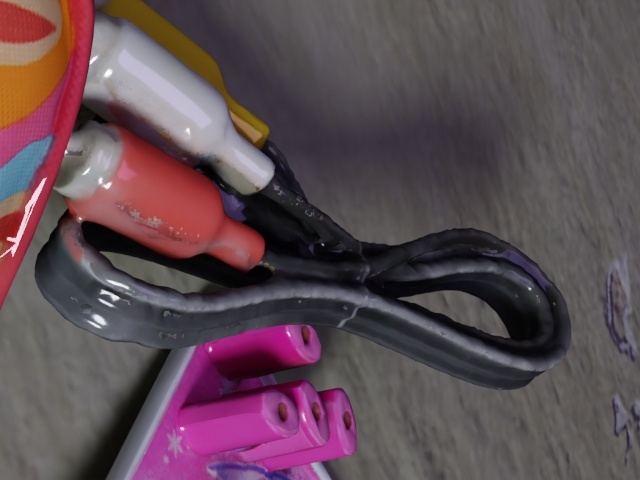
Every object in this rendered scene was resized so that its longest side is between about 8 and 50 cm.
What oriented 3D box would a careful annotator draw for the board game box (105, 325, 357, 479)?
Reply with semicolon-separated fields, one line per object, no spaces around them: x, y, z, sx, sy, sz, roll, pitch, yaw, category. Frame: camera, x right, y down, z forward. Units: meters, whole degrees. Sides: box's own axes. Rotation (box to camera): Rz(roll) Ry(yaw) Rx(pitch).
0.001;0.282;0.646;0.390;0.050;0.390;62;30;-28;board game box

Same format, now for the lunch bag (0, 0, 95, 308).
-0.186;0.024;0.252;0.293;0.120;0.258;10;107;-58;lunch bag

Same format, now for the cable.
0.000;0.000;0.657;0.287;0.072;0.139;24;38;-26;cable
